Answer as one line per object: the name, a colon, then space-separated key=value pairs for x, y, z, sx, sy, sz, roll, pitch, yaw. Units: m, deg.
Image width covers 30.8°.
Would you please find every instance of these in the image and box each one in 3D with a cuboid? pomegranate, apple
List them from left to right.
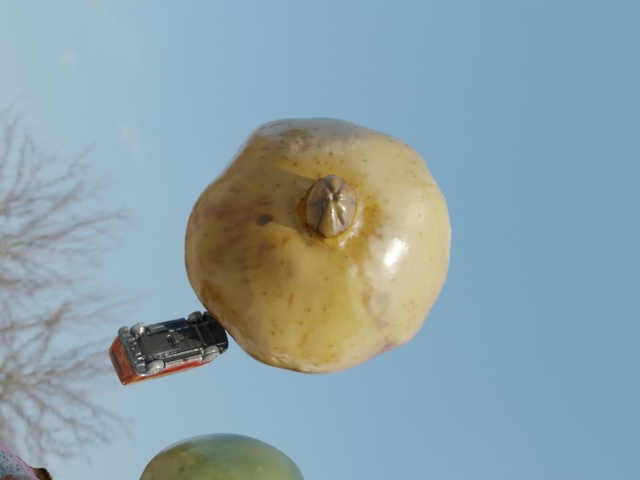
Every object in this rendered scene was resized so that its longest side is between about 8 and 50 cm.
apple: x=-0.186 y=0.532 z=2.223 sx=0.357 sy=0.357 sz=0.357 roll=36 pitch=-46 yaw=49
pomegranate: x=0.000 y=0.000 z=1.629 sx=0.410 sy=0.410 sz=0.410 roll=36 pitch=-46 yaw=49

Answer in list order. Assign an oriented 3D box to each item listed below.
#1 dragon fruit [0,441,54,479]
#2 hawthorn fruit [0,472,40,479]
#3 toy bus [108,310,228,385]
dragon fruit: x=-0.573 y=0.421 z=1.911 sx=0.291 sy=0.189 sz=0.290 roll=40 pitch=-1 yaw=1
hawthorn fruit: x=-0.444 y=0.352 z=1.641 sx=0.067 sy=0.103 sz=0.066 roll=-49 pitch=-159 yaw=27
toy bus: x=-0.221 y=0.158 z=1.692 sx=0.077 sy=0.174 sz=0.079 roll=-44 pitch=-115 yaw=41
